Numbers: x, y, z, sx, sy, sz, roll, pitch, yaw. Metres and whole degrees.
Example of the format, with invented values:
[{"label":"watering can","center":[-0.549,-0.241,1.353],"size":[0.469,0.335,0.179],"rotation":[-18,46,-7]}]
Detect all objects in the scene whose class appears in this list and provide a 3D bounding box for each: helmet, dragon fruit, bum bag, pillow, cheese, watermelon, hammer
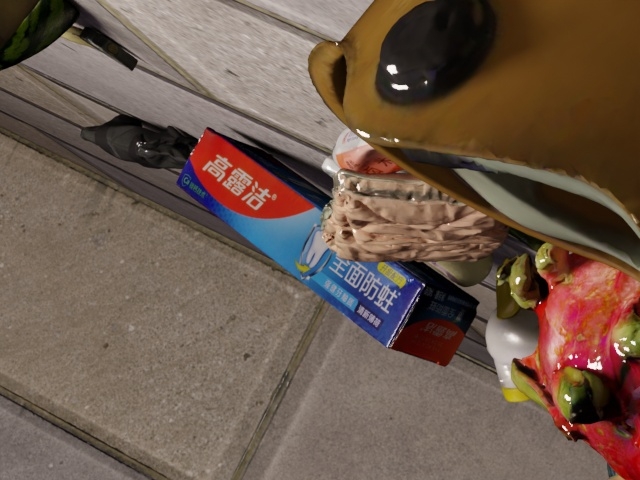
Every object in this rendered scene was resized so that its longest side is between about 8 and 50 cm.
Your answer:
[{"label":"helmet","center":[0.111,-0.027,0.468],"size":[0.198,0.130,0.224],"rotation":[37,-178,-43]},{"label":"dragon fruit","center":[0.178,0.061,0.999],"size":[0.167,0.160,0.172],"rotation":[2,-170,-32]},{"label":"bum bag","center":[-0.184,-0.105,1.939],"size":[0.087,0.049,0.198],"rotation":[1,-169,-33]},{"label":"pillow","center":[0.065,-0.014,1.217],"size":[0.126,0.043,0.232],"rotation":[2,172,-3]},{"label":"cheese","center":[0.055,-0.024,1.384],"size":[0.127,0.049,0.235],"rotation":[27,177,19]},{"label":"watermelon","center":[-0.248,-0.176,1.394],"size":[0.094,0.125,0.135],"rotation":[57,-167,-4]},{"label":"hammer","center":[-0.230,-0.179,1.530],"size":[0.199,0.013,0.062],"rotation":[24,174,42]}]

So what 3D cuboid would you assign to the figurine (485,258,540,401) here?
[{"label":"figurine","center":[0.220,0.090,1.544],"size":[0.178,0.109,0.129],"rotation":[20,150,36]}]

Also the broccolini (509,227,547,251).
[{"label":"broccolini","center":[0.172,0.011,1.310],"size":[0.140,0.030,0.035],"rotation":[34,-150,-21]}]

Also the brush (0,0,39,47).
[{"label":"brush","center":[-0.283,-0.215,1.014],"size":[0.301,0.084,0.071],"rotation":[36,141,-14]}]

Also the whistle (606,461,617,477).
[{"label":"whistle","center":[0.352,0.208,1.653],"size":[0.163,0.163,0.290],"rotation":[23,174,44]}]

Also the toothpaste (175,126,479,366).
[{"label":"toothpaste","center":[0.000,0.000,1.553],"size":[0.076,0.066,0.320],"rotation":[22,-170,-44]}]

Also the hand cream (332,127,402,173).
[{"label":"hand cream","center":[0.053,-0.058,1.145],"size":[0.052,0.038,0.216],"rotation":[0,180,-17]}]
